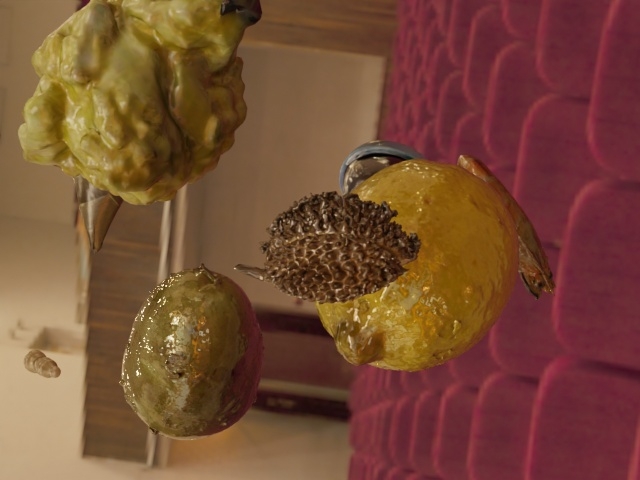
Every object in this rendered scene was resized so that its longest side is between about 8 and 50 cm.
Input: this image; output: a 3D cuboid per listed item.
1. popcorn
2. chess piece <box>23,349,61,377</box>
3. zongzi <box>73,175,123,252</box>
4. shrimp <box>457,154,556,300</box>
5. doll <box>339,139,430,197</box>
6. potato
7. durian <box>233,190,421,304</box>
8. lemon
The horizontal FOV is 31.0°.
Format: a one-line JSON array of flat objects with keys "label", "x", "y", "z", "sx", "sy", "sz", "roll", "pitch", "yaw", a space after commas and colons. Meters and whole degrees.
[{"label": "popcorn", "x": -0.233, "y": -0.171, "z": 1.385, "sx": 0.293, "sy": 0.237, "sz": 0.292, "roll": -35, "pitch": -41, "yaw": -37}, {"label": "chess piece", "x": -0.417, "y": 0.191, "z": 1.746, "sx": 0.092, "sy": 0.035, "sz": 0.035, "roll": 12, "pitch": 96, "yaw": 55}, {"label": "zongzi", "x": -0.274, "y": -0.090, "z": 1.575, "sx": 0.078, "sy": 0.160, "sz": 0.176, "roll": 5, "pitch": -112, "yaw": -49}, {"label": "shrimp", "x": 0.265, "y": -0.020, "z": 1.662, "sx": 0.248, "sy": 0.068, "sz": 0.150, "roll": 59, "pitch": -176, "yaw": -12}, {"label": "doll", "x": 0.103, "y": -0.059, "z": 1.796, "sx": 0.141, "sy": 0.177, "sz": 0.314, "roll": -57, "pitch": 4, "yaw": 31}, {"label": "potato", "x": -0.223, "y": 0.195, "z": 1.982, "sx": 0.269, "sy": 0.219, "sz": 0.359, "roll": -47, "pitch": -22, "yaw": -24}, {"label": "durian", "x": 0.000, "y": 0.000, "z": 1.096, "sx": 0.148, "sy": 0.189, "sz": 0.091, "roll": -58, "pitch": -49, "yaw": -62}, {"label": "lemon", "x": 0.115, "y": 0.034, "z": 1.424, "sx": 0.320, "sy": 0.245, "sz": 0.245, "roll": -49, "pitch": -24, "yaw": -38}]
